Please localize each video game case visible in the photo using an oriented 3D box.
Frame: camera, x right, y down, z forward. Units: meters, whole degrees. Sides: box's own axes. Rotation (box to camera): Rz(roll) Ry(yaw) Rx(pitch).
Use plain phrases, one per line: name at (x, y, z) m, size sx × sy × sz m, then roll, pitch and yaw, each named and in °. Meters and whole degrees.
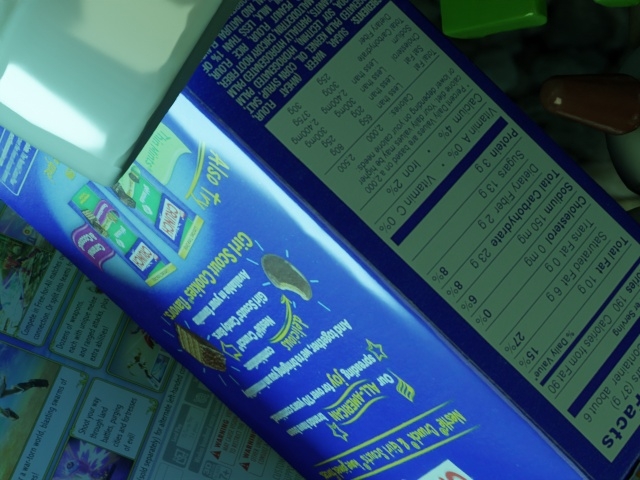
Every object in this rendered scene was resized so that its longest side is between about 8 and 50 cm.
video game case at (-0.105, 0.094, 0.926) m, size 0.244 × 0.269 × 0.061 m, roll 22°, pitch 138°, yaw -4°

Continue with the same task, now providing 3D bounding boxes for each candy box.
candy box at (0.000, 0.000, 0.790) m, size 0.317 × 0.122 × 0.268 m, roll 45°, pitch 156°, yaw -2°

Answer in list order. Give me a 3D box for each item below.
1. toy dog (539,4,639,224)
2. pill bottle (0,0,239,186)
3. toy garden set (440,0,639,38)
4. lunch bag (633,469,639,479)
toy dog at (0.226, -0.067, 0.665) m, size 0.161 × 0.220 × 0.334 m, roll 5°, pitch 152°, yaw -43°
pill bottle at (-0.177, -0.184, 0.540) m, size 0.361 × 0.204 × 0.204 m, roll 33°, pitch 136°, yaw -5°
toy garden set at (0.157, -0.199, 0.637) m, size 0.244 × 0.203 × 0.049 m, roll -8°, pitch 173°, yaw 33°
lunch bag at (0.240, 0.256, 0.940) m, size 0.385 × 0.328 × 0.239 m, roll 4°, pitch 134°, yaw 17°
